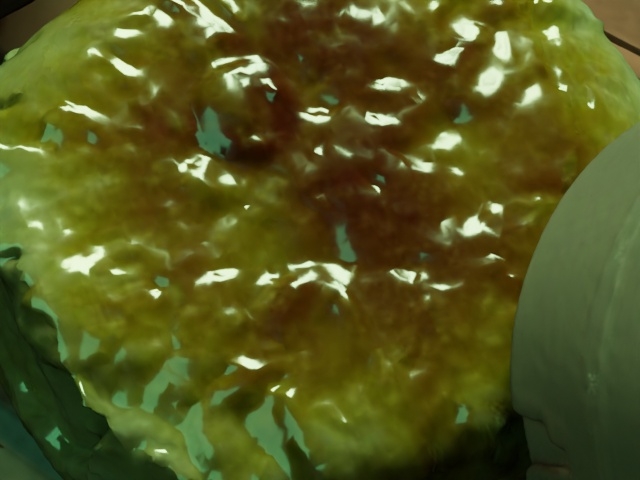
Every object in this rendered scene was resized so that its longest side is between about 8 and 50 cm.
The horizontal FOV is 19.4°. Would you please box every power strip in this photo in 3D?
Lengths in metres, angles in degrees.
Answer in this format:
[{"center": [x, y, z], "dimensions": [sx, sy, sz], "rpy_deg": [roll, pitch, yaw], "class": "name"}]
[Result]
[{"center": [0.130, 0.034, 0.461], "dimensions": [0.078, 0.154, 0.154], "rpy_deg": [179, 93, -64], "class": "power strip"}]

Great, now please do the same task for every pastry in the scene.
[{"center": [0.000, 0.000, 0.520], "dimensions": [0.192, 0.093, 0.182], "rpy_deg": [-30, 77, -18], "class": "pastry"}]

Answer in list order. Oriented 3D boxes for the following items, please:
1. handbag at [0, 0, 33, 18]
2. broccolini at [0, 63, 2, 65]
[{"center": [-0.171, -0.136, 0.603], "dimensions": [0.235, 0.127, 0.213], "rpy_deg": [-31, 71, 16], "class": "handbag"}, {"center": [-0.001, 0.103, 0.569], "dimensions": [0.079, 0.074, 0.392], "rpy_deg": [-28, 75, -23], "class": "broccolini"}]
